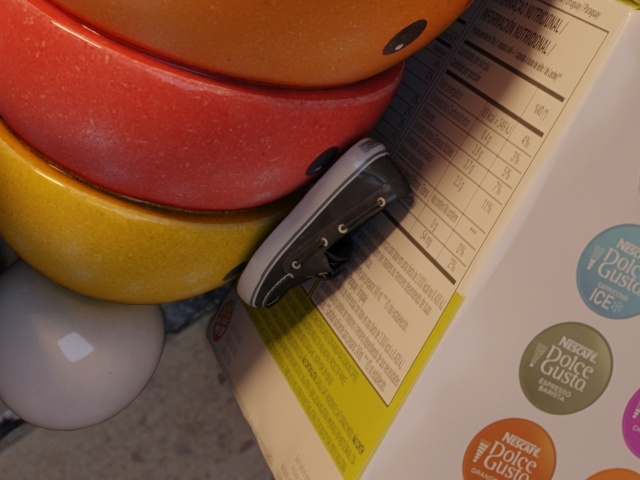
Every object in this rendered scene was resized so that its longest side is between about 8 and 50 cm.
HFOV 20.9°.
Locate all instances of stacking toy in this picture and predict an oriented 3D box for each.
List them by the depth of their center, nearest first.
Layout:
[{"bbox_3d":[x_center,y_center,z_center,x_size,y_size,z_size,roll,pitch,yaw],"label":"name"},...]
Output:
[{"bbox_3d":[-0.097,-0.085,1.037,0.351,0.350,0.479,13,121,-15],"label":"stacking toy"}]

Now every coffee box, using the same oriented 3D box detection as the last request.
[{"bbox_3d":[0.176,0.045,1.064,0.338,0.338,0.334,27,99,-19],"label":"coffee box"}]

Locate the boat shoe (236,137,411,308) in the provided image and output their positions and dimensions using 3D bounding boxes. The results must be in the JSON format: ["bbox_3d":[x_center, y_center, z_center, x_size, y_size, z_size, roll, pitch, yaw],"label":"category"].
[{"bbox_3d":[0.000,0.000,0.991,0.040,0.049,0.142,49,129,11],"label":"boat shoe"}]

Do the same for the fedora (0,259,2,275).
[{"bbox_3d":[-0.344,0.039,1.050,0.334,0.152,0.334,-3,106,-12],"label":"fedora"}]
